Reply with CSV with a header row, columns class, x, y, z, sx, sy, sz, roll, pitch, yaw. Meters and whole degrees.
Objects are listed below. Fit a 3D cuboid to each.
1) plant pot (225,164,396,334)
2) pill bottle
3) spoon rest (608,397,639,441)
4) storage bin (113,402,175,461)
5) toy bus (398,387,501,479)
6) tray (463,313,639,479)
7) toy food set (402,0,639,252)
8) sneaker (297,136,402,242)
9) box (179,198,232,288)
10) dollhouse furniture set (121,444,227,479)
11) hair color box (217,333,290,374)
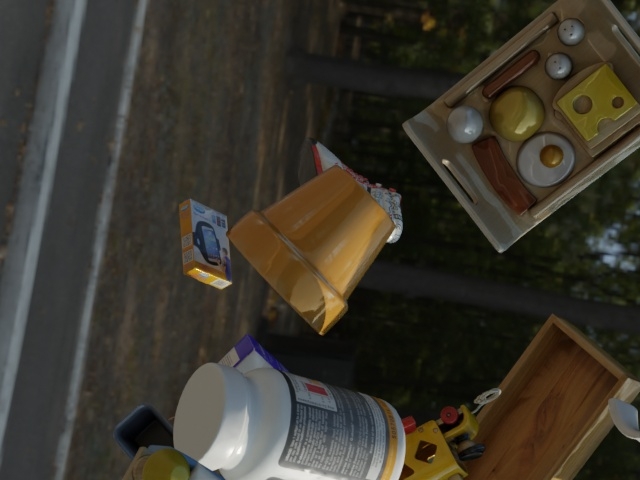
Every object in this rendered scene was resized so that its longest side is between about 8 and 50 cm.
class,x,y,z,sx,sy,sz,roll,pitch,yaw
plant pot,0.000,0.000,1.537,0.188,0.205,0.205,-44,178,-2
pill bottle,-0.040,0.255,1.387,0.162,0.278,0.162,-36,-137,43
spoon rest,0.515,0.222,1.463,0.276,0.137,0.084,-39,-147,50
storage bin,-0.263,0.340,1.765,0.098,0.135,0.091,-43,166,-9
toy bus,0.188,0.336,1.652,0.104,0.190,0.202,65,-35,29
tray,0.393,0.363,1.970,0.411,0.076,0.203,-56,-135,11
toy food set,0.289,-0.161,1.382,0.306,0.220,0.092,-39,176,16
sneaker,0.057,-0.087,1.934,0.270,0.144,0.090,-115,-146,-46
box,-0.173,-0.002,1.598,0.081,0.028,0.136,26,49,-46
dollhouse furniture set,-0.076,0.360,0.883,0.198,0.303,0.286,-10,-136,53
hair color box,-0.085,0.368,2.082,0.185,0.339,0.110,-45,-161,1
